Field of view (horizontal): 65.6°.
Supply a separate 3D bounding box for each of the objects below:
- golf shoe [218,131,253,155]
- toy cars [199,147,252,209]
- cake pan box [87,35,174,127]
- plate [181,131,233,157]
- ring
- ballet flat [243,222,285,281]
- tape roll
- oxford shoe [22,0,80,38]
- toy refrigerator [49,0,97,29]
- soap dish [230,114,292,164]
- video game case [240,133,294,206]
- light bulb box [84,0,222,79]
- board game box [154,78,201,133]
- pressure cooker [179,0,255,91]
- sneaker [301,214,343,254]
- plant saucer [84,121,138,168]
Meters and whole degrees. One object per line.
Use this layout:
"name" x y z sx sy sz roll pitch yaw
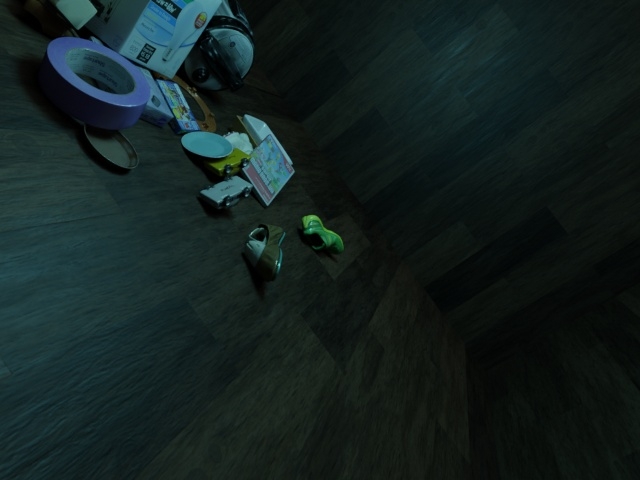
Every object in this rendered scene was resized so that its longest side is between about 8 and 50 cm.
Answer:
"golf shoe" -0.341 -0.367 2.038 0.140 0.115 0.306 56 19 -3
"toy cars" -0.337 -0.211 1.777 0.176 0.087 0.394 7 37 -14
"cake pan box" -0.641 -0.526 1.653 0.267 0.070 0.245 59 16 18
"plate" -0.416 -0.346 1.826 0.188 0.024 0.188 13 36 -9
"ring" -0.551 -0.582 2.045 0.336 0.032 0.337 47 19 -21
"ballet flat" -0.194 0.026 1.690 0.124 0.116 0.342 27 24 -12
"tape roll" -0.620 -0.435 1.375 0.274 0.090 0.275 30 34 -22
"oxford shoe" -0.796 -0.638 1.487 0.076 0.076 0.212 35 -9 31
"toy refrigerator" -0.796 -0.755 1.488 0.269 0.094 0.102 40 -7 23
"soap dish" -0.275 -0.433 2.312 0.291 0.118 0.229 57 18 10
"video game case" -0.224 -0.301 2.104 0.204 0.025 0.285 57 38 -24
"light bulb box" -0.589 -0.817 1.741 0.225 0.361 0.358 39 11 7
"board game box" -0.534 -0.492 1.842 0.201 0.035 0.136 64 20 -2
"pressure cooker" -0.491 -0.880 2.228 0.369 0.376 0.421 -5 55 -36
"sneaker" 0.000 0.000 2.254 0.295 0.109 0.124 40 47 -44
"plant saucer" -0.578 -0.257 1.361 0.168 0.029 0.168 46 18 -20
